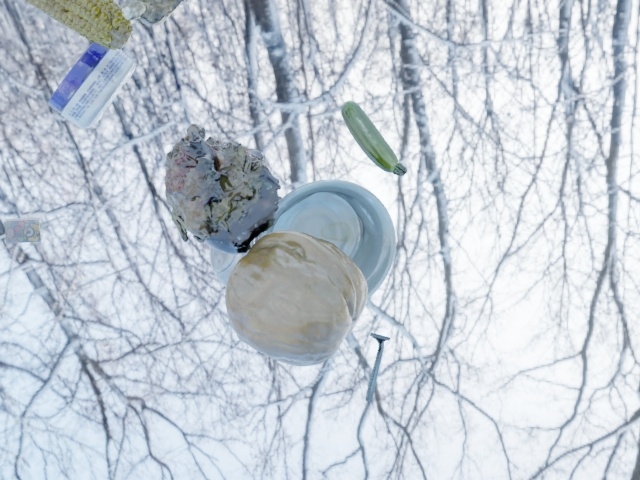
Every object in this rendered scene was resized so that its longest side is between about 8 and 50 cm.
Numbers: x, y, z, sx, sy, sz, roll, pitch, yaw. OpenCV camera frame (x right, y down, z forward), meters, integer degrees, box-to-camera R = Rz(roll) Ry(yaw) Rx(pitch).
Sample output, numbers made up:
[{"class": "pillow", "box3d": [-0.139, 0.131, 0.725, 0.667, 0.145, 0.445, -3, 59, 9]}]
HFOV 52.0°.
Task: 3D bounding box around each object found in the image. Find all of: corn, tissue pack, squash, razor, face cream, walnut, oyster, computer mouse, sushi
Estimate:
[{"class": "corn", "box3d": [-0.514, -0.493, 1.277, 0.119, 0.321, 0.119, -36, -145, 30]}, {"class": "tissue pack", "box3d": [-0.758, -0.025, 1.673, 0.083, 0.063, 0.035, -5, -158, -20]}, {"class": "squash", "box3d": [0.133, -0.260, 1.719, 0.066, 0.066, 0.252, -30, -100, -28]}, {"class": "razor", "box3d": [0.157, 0.360, 1.849, 0.066, 0.190, 0.033, 8, 175, 35]}, {"class": "face cream", "box3d": [-0.521, -0.361, 1.514, 0.206, 0.111, 0.206, -42, -155, 25]}, {"class": "walnut", "box3d": [-0.049, 0.114, 1.305, 0.285, 0.286, 0.296, 7, -160, 27]}, {"class": "oyster", "box3d": [-0.249, -0.527, 1.325, 0.396, 0.111, 0.204, -38, -165, -19]}, {"class": "computer mouse", "box3d": [-0.219, 0.018, 1.635, 0.121, 0.297, 0.184, 0, -111, -2]}, {"class": "sushi", "box3d": [-0.214, -0.095, 1.282, 0.238, 0.225, 0.218, 26, -174, 38]}]

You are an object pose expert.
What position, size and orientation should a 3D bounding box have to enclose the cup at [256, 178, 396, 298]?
[{"class": "cup", "box3d": [0.000, 0.000, 1.635, 0.346, 0.348, 0.163, -16, -159, -8]}]
